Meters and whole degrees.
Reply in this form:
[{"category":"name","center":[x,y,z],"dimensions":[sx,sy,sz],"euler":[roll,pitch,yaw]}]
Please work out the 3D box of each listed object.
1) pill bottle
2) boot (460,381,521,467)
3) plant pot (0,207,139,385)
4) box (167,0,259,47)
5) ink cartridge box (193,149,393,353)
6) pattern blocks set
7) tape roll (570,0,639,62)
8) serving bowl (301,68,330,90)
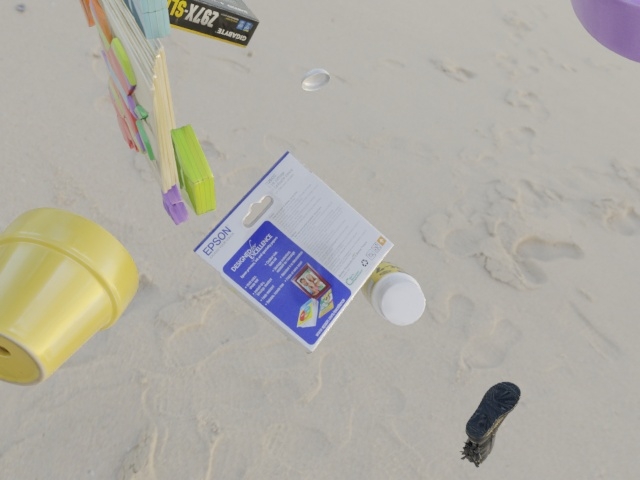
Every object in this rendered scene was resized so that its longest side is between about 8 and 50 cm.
[{"category":"pill bottle","center":[0.170,0.123,1.264],"dimensions":[0.119,0.119,0.208],"euler":[25,5,-10]},{"category":"boot","center":[0.261,0.284,0.823],"dimensions":[0.121,0.099,0.045],"euler":[-39,48,-24]},{"category":"plant pot","center":[-0.490,0.110,0.940],"dimensions":[0.254,0.254,0.239],"euler":[27,41,-8]},{"category":"box","center":[-0.320,-0.548,1.142],"dimensions":[0.322,0.079,0.257],"euler":[-5,50,-48]},{"category":"ink cartridge box","center":[-0.049,0.021,1.110],"dimensions":[0.307,0.072,0.303],"euler":[41,68,-1]},{"category":"pattern blocks set","center":[-0.168,-0.141,0.484],"dimensions":[0.026,0.324,0.285],"euler":[-25,59,-21]},{"category":"tape roll","center":[0.376,-0.300,0.493],"dimensions":[0.090,0.275,0.274],"euler":[33,26,-57]},{"category":"serving bowl","center":[-0.016,-0.448,1.476],"dimensions":[0.083,0.083,0.027],"euler":[-6,71,-36]}]
